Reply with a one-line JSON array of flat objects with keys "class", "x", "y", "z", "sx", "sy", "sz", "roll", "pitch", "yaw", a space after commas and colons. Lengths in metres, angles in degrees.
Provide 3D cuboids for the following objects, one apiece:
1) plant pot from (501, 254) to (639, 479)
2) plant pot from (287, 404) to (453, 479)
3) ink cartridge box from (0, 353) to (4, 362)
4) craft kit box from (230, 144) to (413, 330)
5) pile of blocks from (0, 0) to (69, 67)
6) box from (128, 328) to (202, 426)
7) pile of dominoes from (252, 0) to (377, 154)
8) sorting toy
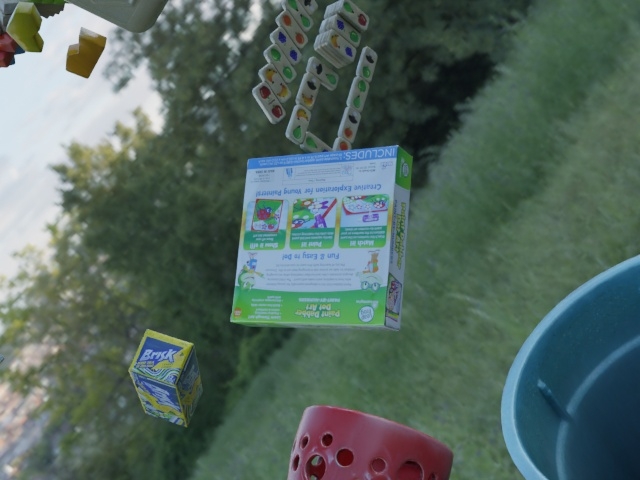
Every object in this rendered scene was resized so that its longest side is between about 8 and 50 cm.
[{"class": "plant pot", "x": 0.400, "y": 0.228, "z": 0.821, "sx": 0.341, "sy": 0.334, "sz": 0.341, "roll": -28, "pitch": 26, "yaw": 15}, {"class": "plant pot", "x": 0.044, "y": 0.305, "z": 1.030, "sx": 0.191, "sy": 0.191, "sz": 0.174, "roll": -27, "pitch": 39, "yaw": 62}, {"class": "ink cartridge box", "x": -0.623, "y": 0.170, "z": 1.166, "sx": 0.296, "sy": 0.261, "sz": 0.066, "roll": -45, "pitch": 20, "yaw": 1}, {"class": "craft kit box", "x": 0.000, "y": 0.000, "z": 1.216, "sx": 0.250, "sy": 0.061, "sz": 0.246, "roll": -1, "pitch": 74, "yaw": 31}, {"class": "pile of blocks", "x": -0.500, "y": -0.362, "z": 1.449, "sx": 0.362, "sy": 0.112, "sz": 0.149, "roll": -47, "pitch": -30, "yaw": 17}, {"class": "box", "x": -0.178, "y": 0.164, "z": 1.016, "sx": 0.169, "sy": 0.059, "sz": 0.054, "roll": 98, "pitch": -169, "yaw": -63}, {"class": "pile of dominoes", "x": 0.006, "y": -0.249, "z": 1.285, "sx": 0.040, "sy": 0.196, "sz": 0.251, "roll": -13, "pitch": 53, "yaw": 46}, {"class": "sorting toy", "x": -0.266, "y": -0.309, "z": 0.927, "sx": 0.307, "sy": 0.229, "sz": 0.041, "roll": -43, "pitch": 37, "yaw": 44}]
